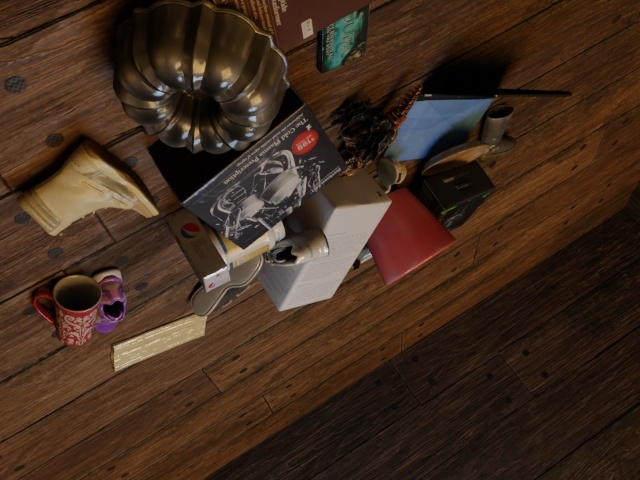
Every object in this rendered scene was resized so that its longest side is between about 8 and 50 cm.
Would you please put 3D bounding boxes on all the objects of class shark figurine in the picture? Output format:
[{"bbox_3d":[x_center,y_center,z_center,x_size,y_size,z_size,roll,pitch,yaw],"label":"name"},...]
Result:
[{"bbox_3d":[0.169,0.008,2.246,0.278,0.116,0.166,-32,-174,8],"label":"shark figurine"}]

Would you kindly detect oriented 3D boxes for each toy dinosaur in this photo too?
[{"bbox_3d":[0.140,-0.302,1.734,0.218,0.164,0.321,-7,124,-66],"label":"toy dinosaur"}]

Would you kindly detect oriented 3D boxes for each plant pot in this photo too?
[{"bbox_3d":[0.440,-0.274,2.101,0.236,0.032,0.236,-21,172,-3],"label":"plant pot"},{"bbox_3d":[0.265,-0.023,2.092,0.275,0.243,0.275,-32,172,-5],"label":"plant pot"}]

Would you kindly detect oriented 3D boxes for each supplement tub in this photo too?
[{"bbox_3d":[-0.211,-0.017,1.722,0.200,0.144,0.144,-27,151,-18],"label":"supplement tub"}]

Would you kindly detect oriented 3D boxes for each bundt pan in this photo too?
[{"bbox_3d":[-0.224,-0.271,1.168,0.331,0.124,0.331,4,153,2],"label":"bundt pan"}]

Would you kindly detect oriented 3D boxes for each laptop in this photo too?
[{"bbox_3d":[0.454,-0.335,1.905,0.382,0.408,0.236,-12,110,-39],"label":"laptop"}]

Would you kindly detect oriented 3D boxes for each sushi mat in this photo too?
[{"bbox_3d":[-0.510,0.318,2.034,0.317,0.019,0.151,-20,149,-28],"label":"sushi mat"}]

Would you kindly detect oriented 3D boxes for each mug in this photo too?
[{"bbox_3d":[-0.628,0.172,1.603,0.113,0.150,0.169,-54,171,-46],"label":"mug"}]

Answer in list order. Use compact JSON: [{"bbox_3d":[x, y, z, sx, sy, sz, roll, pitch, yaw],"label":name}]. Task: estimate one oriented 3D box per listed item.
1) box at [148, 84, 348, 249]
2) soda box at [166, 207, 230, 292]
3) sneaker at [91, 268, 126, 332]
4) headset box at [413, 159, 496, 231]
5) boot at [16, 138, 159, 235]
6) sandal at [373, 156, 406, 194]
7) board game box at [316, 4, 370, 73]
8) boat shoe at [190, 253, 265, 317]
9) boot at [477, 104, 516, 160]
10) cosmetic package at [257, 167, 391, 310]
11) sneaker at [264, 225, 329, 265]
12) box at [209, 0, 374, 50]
[{"bbox_3d":[-0.154,-0.189,1.491,0.343,0.179,0.312,-38,153,4],"label":"box"},{"bbox_3d":[-0.306,0.019,1.595,0.069,0.216,0.074,-27,151,-19],"label":"soda box"},{"bbox_3d":[-0.559,0.183,1.684,0.095,0.104,0.236,-17,148,-34],"label":"sneaker"},{"bbox_3d":[0.440,-0.135,2.239,0.246,0.131,0.283,-21,160,-27],"label":"headset box"},{"bbox_3d":[-0.488,-0.080,1.369,0.203,0.095,0.262,-38,150,2],"label":"boot"},{"bbox_3d":[0.224,-0.209,1.967,0.079,0.088,0.240,-30,167,-15],"label":"sandal"},{"bbox_3d":[0.052,-0.476,1.445,0.126,0.026,0.186,-26,151,-17],"label":"board game box"},{"bbox_3d":[-0.264,0.111,1.899,0.335,0.112,0.095,-41,171,31],"label":"boat shoe"},{"bbox_3d":[0.622,-0.382,2.196,0.190,0.076,0.208,-26,144,-23],"label":"boot"},{"bbox_3d":[0.000,0.000,1.967,0.230,0.161,0.453,-10,143,-41],"label":"cosmetic package"},{"bbox_3d":[-0.110,0.022,1.820,0.129,0.111,0.297,-24,-170,-38],"label":"sneaker"},{"bbox_3d":[-0.044,-0.495,1.194,0.381,0.143,0.191,-33,152,-10],"label":"box"}]
